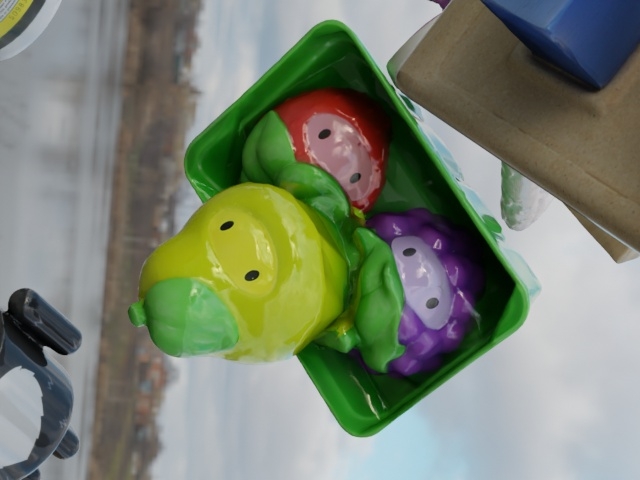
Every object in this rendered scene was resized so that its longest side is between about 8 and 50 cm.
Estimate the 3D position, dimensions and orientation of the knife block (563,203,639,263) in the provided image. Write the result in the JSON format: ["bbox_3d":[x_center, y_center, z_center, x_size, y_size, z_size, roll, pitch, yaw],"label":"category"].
[{"bbox_3d":[0.252,-0.132,0.762,0.088,0.276,0.242,52,-4,24],"label":"knife block"}]

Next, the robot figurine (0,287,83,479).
[{"bbox_3d":[-0.378,0.162,1.436,0.278,0.174,0.209,54,46,-43],"label":"robot figurine"}]

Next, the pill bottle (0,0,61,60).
[{"bbox_3d":[-0.479,-0.368,1.587,0.334,0.188,0.187,33,49,-49],"label":"pill bottle"}]

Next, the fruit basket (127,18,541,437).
[{"bbox_3d":[0.000,0.000,1.295,0.283,0.392,0.392,-40,-147,25],"label":"fruit basket"}]

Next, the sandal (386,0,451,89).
[{"bbox_3d":[0.165,-0.243,1.440,0.102,0.169,0.416,56,18,2],"label":"sandal"}]

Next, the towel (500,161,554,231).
[{"bbox_3d":[0.261,-0.208,1.321,0.317,0.053,0.332,-58,159,-20],"label":"towel"}]

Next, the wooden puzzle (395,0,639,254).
[{"bbox_3d":[0.194,-0.139,0.479,0.322,0.080,0.348,-53,-142,4],"label":"wooden puzzle"}]
